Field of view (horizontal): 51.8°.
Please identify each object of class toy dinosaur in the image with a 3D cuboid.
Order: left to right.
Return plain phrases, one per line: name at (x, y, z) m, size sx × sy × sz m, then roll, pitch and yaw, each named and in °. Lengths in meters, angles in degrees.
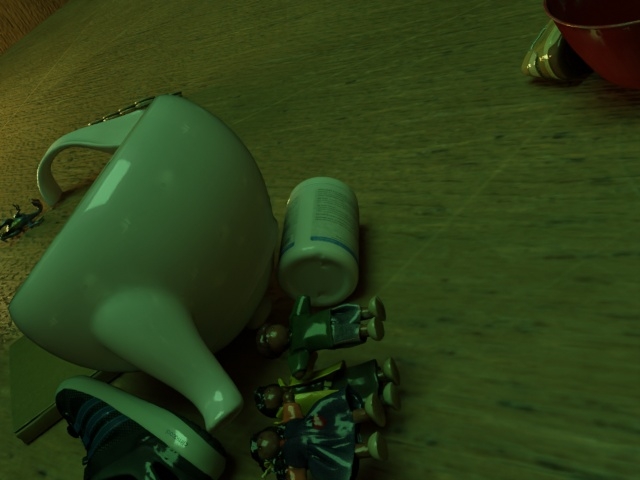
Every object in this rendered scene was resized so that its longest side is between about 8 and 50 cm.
toy dinosaur at (-0.485, -0.034, 1.058) m, size 0.090 × 0.047 × 0.082 m, roll -23°, pitch 15°, yaw 33°

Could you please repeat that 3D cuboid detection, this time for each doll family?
doll family at (-0.006, 0.126, 0.435) m, size 0.111 × 0.076 × 0.193 m, roll -14°, pitch 41°, yaw 18°

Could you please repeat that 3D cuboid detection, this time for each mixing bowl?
mixing bowl at (0.297, -0.196, 0.571) m, size 0.181 × 0.098 × 0.181 m, roll -21°, pitch 36°, yaw 16°

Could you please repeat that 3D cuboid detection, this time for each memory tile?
memory tile at (-0.321, -0.226, 1.148) m, size 0.148 × 0.012 × 0.113 m, roll -16°, pitch 10°, yaw 27°

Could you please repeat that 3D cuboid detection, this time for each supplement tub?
supplement tub at (0.000, 0.000, 0.590) m, size 0.071 × 0.071 × 0.107 m, roll -19°, pitch 36°, yaw 20°

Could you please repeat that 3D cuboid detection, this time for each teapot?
teapot at (-0.122, 0.013, 0.570) m, size 0.252 × 0.187 × 0.256 m, roll -20°, pitch 40°, yaw 59°

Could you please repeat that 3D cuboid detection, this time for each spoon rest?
spoon rest at (-0.337, -0.153, 1.046) m, size 0.276 × 0.084 × 0.137 m, roll -27°, pitch 32°, yaw 10°

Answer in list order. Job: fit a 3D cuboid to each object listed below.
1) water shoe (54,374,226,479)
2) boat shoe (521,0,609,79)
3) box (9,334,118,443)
water shoe at (-0.165, 0.163, 0.516) m, size 0.203 × 0.073 × 0.080 m, roll 3°, pitch 50°, yaw 42°
boat shoe at (0.273, -0.238, 0.680) m, size 0.190 × 0.068 × 0.072 m, roll -44°, pitch 24°, yaw -16°
box at (-0.241, 0.099, 0.705) m, size 0.201 × 0.021 × 0.164 m, roll -37°, pitch 34°, yaw -6°
